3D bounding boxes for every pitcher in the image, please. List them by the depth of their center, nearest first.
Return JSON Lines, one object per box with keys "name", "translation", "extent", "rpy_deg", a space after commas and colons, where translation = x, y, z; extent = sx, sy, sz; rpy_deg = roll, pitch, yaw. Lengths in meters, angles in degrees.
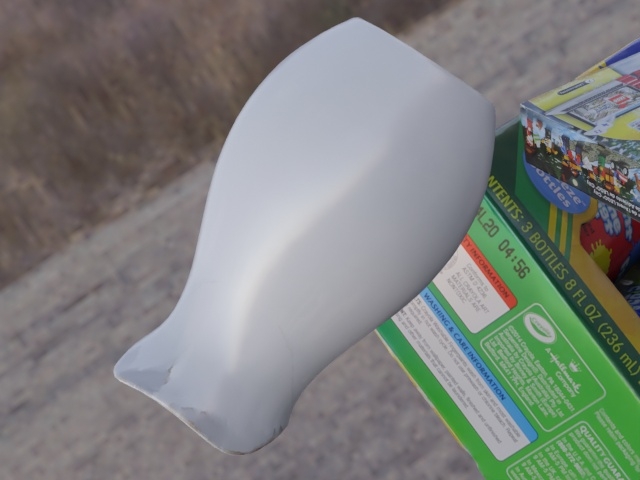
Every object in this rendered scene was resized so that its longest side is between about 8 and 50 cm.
{"name": "pitcher", "translation": [0.000, 0.000, 0.971], "extent": [0.207, 0.125, 0.178], "rpy_deg": [-57, -9, 4]}

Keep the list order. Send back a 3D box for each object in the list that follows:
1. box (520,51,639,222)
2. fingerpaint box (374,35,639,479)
{"name": "box", "translation": [0.264, -0.082, 1.190], "extent": [0.233, 0.044, 0.159], "rpy_deg": [-24, 33, -23]}
{"name": "fingerpaint box", "translation": [0.271, 0.093, 1.506], "extent": [0.163, 0.445, 0.371], "rpy_deg": [-39, -4, 36]}
